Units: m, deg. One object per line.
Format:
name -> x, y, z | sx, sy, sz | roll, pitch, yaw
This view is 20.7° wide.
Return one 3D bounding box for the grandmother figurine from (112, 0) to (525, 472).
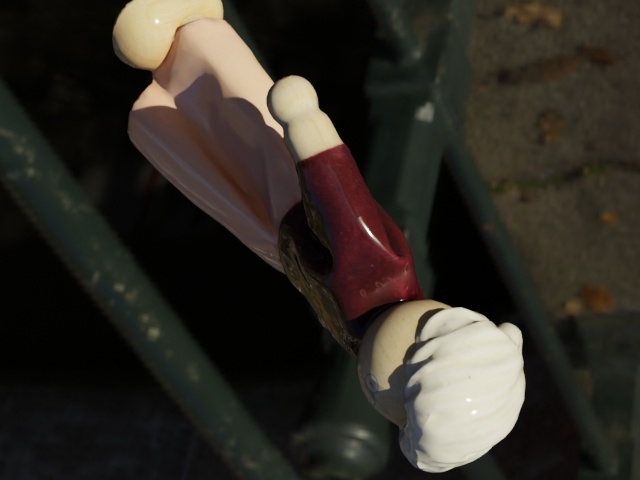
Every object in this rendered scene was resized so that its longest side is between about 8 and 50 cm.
grandmother figurine -> 0.000, 0.000, 1.005 | 0.104, 0.342, 0.208 | -36, 143, -5
